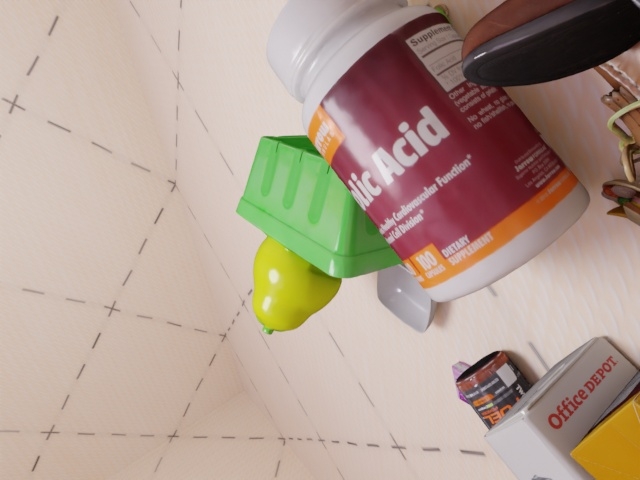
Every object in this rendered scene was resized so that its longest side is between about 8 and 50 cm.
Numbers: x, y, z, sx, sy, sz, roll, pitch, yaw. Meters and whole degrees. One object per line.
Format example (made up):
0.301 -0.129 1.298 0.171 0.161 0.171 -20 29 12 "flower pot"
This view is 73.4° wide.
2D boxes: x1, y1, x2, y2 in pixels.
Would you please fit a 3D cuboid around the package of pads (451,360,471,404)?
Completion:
0.294 0.287 0.859 0.050 0.031 0.084 18 128 57 "package of pads"

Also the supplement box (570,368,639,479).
0.408 0.205 0.420 0.191 0.194 0.129 43 146 33 "supplement box"

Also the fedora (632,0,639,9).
0.289 -0.208 0.139 0.333 0.152 0.335 0 91 19 "fedora"

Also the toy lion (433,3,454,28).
0.158 -0.269 0.621 0.096 0.034 0.100 58 152 -5 "toy lion"

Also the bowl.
0.181 0.099 0.868 0.142 0.053 0.142 38 144 40 "bowl"

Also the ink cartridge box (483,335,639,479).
0.381 0.291 0.538 0.273 0.196 0.114 51 150 23 "ink cartridge box"

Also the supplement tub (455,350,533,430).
0.331 0.295 0.728 0.198 0.106 0.106 53 151 17 "supplement tub"

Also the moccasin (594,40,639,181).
0.341 -0.085 0.371 0.380 0.139 0.147 45 139 14 "moccasin"

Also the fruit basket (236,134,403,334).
0.000 0.000 0.840 0.391 0.282 0.393 20 115 50 "fruit basket"

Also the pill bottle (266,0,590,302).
0.118 -0.139 0.551 0.392 0.224 0.224 53 151 6 "pill bottle"

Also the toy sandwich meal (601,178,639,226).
0.342 -0.034 0.466 0.085 0.029 0.085 35 -174 -5 "toy sandwich meal"

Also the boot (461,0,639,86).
0.187 -0.285 0.311 0.264 0.096 0.281 -27 73 30 "boot"
